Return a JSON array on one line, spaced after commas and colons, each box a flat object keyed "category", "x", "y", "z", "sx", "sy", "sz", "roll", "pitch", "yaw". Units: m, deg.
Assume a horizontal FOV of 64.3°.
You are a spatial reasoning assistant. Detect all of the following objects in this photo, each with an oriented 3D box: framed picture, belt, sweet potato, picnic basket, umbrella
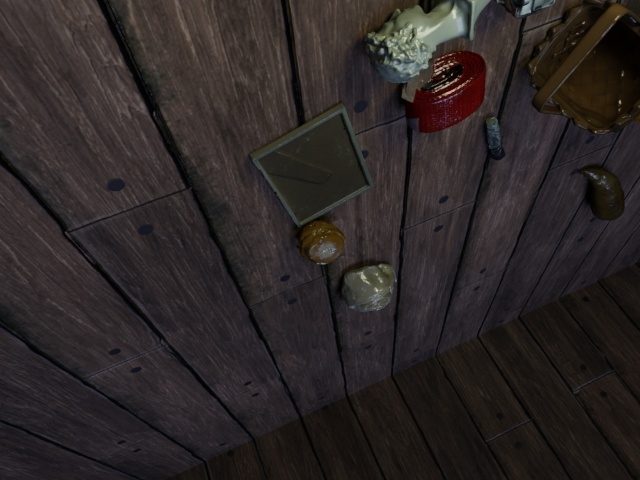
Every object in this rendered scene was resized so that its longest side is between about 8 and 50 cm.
[{"category": "framed picture", "x": -0.006, "y": -0.172, "z": 1.287, "sx": 0.247, "sy": 0.022, "sz": 0.335, "roll": -29, "pitch": 148, "yaw": 3}, {"category": "belt", "x": 0.285, "y": -0.334, "z": 1.175, "sx": 0.200, "sy": 0.128, "sz": 0.124, "roll": -28, "pitch": 147, "yaw": -1}, {"category": "sweet potato", "x": 1.119, "y": -0.187, "z": 2.006, "sx": 0.130, "sy": 0.131, "sz": 0.422, "roll": -38, "pitch": 140, "yaw": 16}, {"category": "picnic basket", "x": 0.639, "y": -0.405, "z": 1.184, "sx": 0.321, "sy": 0.291, "sz": 0.254, "roll": -12, "pitch": 147, "yaw": -45}, {"category": "umbrella", "x": 0.500, "y": -0.295, "z": 1.470, "sx": 0.046, "sy": 0.050, "sz": 0.188, "roll": -15, "pitch": 153, "yaw": 20}]

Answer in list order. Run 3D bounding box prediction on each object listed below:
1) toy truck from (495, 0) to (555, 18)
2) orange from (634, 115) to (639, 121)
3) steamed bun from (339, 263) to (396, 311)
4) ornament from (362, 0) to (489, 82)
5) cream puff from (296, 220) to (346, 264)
[{"category": "toy truck", "x": 0.392, "y": -0.564, "z": 0.936, "sx": 0.114, "sy": 0.135, "sz": 0.270, "roll": -20, "pitch": 143, "yaw": -7}, {"category": "orange", "x": 0.891, "y": -0.445, "z": 1.339, "sx": 0.274, "sy": 0.274, "sz": 0.274, "roll": -19, "pitch": 147, "yaw": -13}, {"category": "steamed bun", "x": 0.182, "y": 0.183, "z": 1.808, "sx": 0.211, "sy": 0.144, "sz": 0.218, "roll": -12, "pitch": 145, "yaw": -23}, {"category": "ornament", "x": 0.225, "y": -0.424, "z": 1.008, "sx": 0.285, "sy": 0.130, "sz": 0.120, "roll": -32, "pitch": 160, "yaw": 7}, {"category": "cream puff", "x": -0.003, "y": 0.000, "z": 1.457, "sx": 0.143, "sy": 0.103, "sz": 0.126, "roll": 10, "pitch": 119, "yaw": -44}]
